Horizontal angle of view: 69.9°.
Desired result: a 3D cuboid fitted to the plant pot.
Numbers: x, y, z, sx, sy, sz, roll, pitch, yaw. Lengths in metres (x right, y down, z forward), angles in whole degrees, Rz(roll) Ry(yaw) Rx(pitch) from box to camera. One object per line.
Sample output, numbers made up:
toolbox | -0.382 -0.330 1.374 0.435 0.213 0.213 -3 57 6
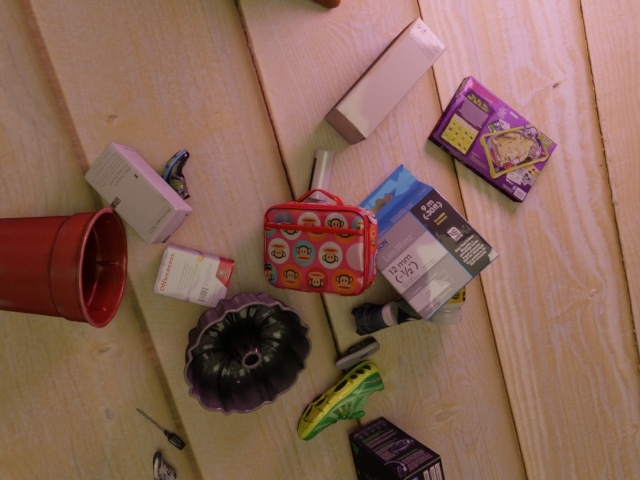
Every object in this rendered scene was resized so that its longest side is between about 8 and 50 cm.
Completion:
plant pot | -0.618 0.056 1.035 0.264 0.272 0.273 3 96 -5

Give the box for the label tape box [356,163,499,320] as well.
label tape box | 0.245 -0.003 1.201 0.249 0.115 0.348 -43 83 6

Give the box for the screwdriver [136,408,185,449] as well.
screwdriver | -0.432 0.507 1.242 0.170 0.024 0.025 48 56 -6

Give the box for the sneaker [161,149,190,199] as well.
sneaker | -0.366 -0.139 1.160 0.078 0.067 0.188 15 96 -25

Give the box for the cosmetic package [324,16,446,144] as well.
cosmetic package | 0.161 -0.404 1.186 0.113 0.160 0.309 43 86 -12

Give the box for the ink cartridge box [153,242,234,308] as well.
ink cartridge box | -0.325 0.091 1.184 0.174 0.072 0.128 17 94 -13

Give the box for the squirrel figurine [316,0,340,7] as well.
squirrel figurine | -0.011 -0.821 1.050 0.396 0.281 0.371 17 87 -16

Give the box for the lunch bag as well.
lunch bag | 0.000 0.000 1.161 0.292 0.120 0.259 4 98 22

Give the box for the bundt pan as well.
bundt pan | -0.195 0.275 1.176 0.330 0.124 0.331 -11 116 -24

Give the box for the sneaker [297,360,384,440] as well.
sneaker | 0.062 0.472 1.292 0.295 0.109 0.124 -38 99 -6

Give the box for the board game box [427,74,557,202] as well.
board game box | 0.503 -0.287 1.330 0.346 0.056 0.208 32 93 -14

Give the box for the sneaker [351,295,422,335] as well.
sneaker | 0.187 0.209 1.305 0.226 0.163 0.086 0 71 -50

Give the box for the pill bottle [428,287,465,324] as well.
pill bottle | 0.354 0.126 1.309 0.119 0.119 0.209 -3 98 -11

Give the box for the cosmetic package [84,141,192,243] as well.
cosmetic package | -0.432 -0.111 1.089 0.231 0.085 0.117 43 100 8

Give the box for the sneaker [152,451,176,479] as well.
sneaker | -0.423 0.632 1.245 0.057 0.052 0.136 -7 106 -21

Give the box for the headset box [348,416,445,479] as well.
headset box | 0.212 0.667 1.267 0.131 0.283 0.247 -17 101 -25

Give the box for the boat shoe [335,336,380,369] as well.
boat shoe | 0.103 0.324 1.319 0.142 0.040 0.049 -25 138 -9

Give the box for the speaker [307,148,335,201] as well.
speaker | 0.002 -0.176 1.231 0.055 0.055 0.136 10 95 -13
